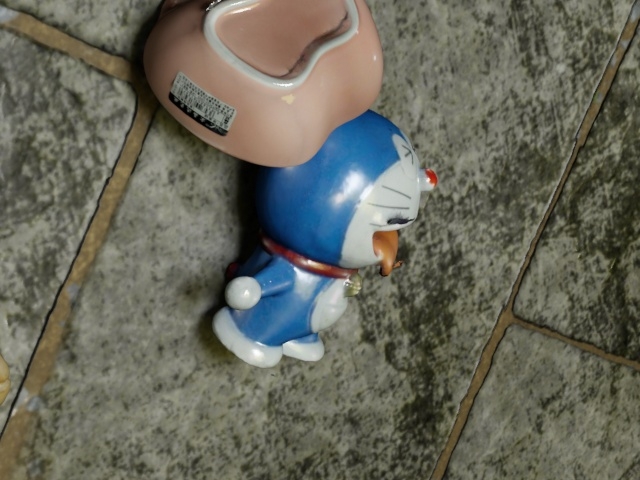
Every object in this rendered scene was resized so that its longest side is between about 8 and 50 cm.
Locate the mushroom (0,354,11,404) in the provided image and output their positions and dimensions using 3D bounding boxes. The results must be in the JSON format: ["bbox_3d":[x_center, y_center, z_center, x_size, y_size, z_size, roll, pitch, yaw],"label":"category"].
[{"bbox_3d":[-0.423,0.202,1.217,0.407,0.154,0.137,-47,164,-22],"label":"mushroom"}]

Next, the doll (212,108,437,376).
[{"bbox_3d":[0.000,0.000,1.451,0.215,0.161,0.256,-16,131,-63],"label":"doll"}]

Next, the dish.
[{"bbox_3d":[-0.040,-0.175,1.338,0.213,0.090,0.213,4,72,-14],"label":"dish"}]
